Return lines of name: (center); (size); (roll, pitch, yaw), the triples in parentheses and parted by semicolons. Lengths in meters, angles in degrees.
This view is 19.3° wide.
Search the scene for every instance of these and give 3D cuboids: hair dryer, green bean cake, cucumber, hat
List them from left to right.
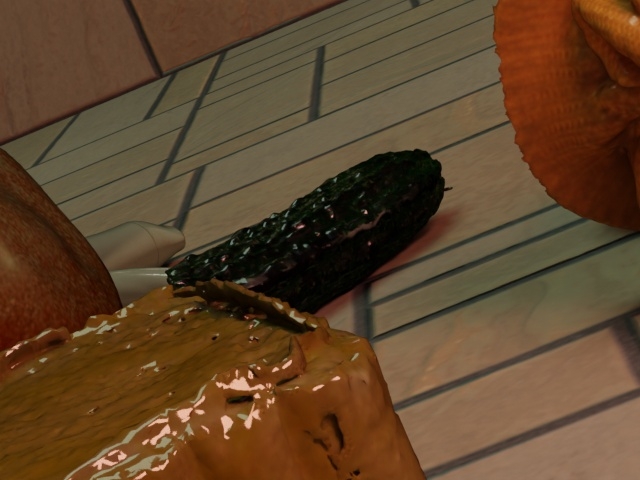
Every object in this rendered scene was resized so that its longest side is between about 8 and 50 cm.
green bean cake: (-0.090, 0.118, 0.764); (0.224, 0.131, 0.230); (-30, 16, -19)
hair dryer: (-0.128, 0.025, 1.442); (0.237, 0.075, 0.206); (-3, 16, 40)
cucumber: (0.001, 0.001, 1.238); (0.265, 0.077, 0.077); (-31, 14, -36)
hat: (0.222, -0.061, 0.837); (0.233, 0.244, 0.233); (-31, 26, 1)

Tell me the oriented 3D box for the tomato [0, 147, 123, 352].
tomato: (-0.283, 0.039, 1.197); (0.303, 0.239, 0.303); (-26, 13, 7)
